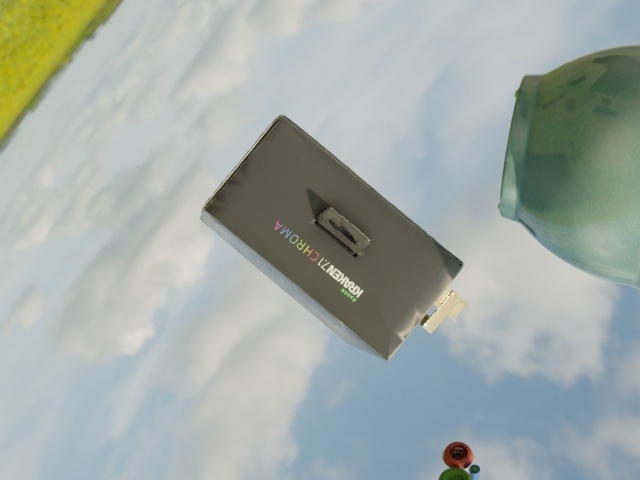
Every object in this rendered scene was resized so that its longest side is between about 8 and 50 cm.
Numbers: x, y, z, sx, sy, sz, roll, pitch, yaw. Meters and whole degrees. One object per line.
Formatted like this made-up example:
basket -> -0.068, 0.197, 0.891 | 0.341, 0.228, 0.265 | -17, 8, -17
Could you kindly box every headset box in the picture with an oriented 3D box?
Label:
headset box -> 0.000, 0.000, 1.210 | 0.131, 0.246, 0.283 | -51, -177, -5

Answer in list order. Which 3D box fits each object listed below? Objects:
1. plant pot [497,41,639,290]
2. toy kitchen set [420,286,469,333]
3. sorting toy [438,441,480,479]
plant pot -> 0.318, -0.096, 1.285 | 0.293, 0.196, 0.293 | 9, 90, -76
toy kitchen set -> 0.154, 0.086, 1.597 | 0.068, 0.083, 0.075 | -50, -129, 0
sorting toy -> 0.215, 0.361, 1.703 | 0.042, 0.061, 0.102 | 85, 15, -47
